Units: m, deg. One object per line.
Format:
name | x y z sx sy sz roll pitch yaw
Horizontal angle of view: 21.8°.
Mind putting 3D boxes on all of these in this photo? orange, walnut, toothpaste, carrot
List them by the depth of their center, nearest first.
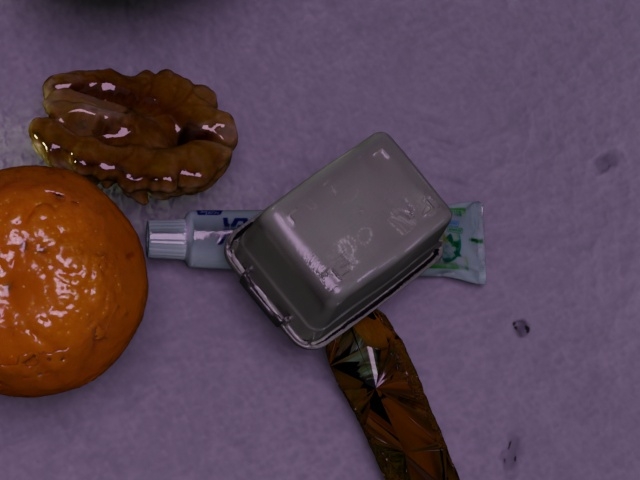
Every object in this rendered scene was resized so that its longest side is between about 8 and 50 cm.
orange | -0.232 0.032 1.314 0.193 0.161 0.193 0 78 -1
carrot | 0.068 0.163 1.383 0.069 0.069 0.228 -22 82 -13
walnut | -0.156 -0.086 1.390 0.170 0.069 0.143 13 41 -2
toothpaste | 0.000 0.000 1.418 0.297 0.048 0.074 1 76 -12

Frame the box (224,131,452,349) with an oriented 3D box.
box | 0.021 -0.007 1.351 0.172 0.093 0.124 -37 82 -25
